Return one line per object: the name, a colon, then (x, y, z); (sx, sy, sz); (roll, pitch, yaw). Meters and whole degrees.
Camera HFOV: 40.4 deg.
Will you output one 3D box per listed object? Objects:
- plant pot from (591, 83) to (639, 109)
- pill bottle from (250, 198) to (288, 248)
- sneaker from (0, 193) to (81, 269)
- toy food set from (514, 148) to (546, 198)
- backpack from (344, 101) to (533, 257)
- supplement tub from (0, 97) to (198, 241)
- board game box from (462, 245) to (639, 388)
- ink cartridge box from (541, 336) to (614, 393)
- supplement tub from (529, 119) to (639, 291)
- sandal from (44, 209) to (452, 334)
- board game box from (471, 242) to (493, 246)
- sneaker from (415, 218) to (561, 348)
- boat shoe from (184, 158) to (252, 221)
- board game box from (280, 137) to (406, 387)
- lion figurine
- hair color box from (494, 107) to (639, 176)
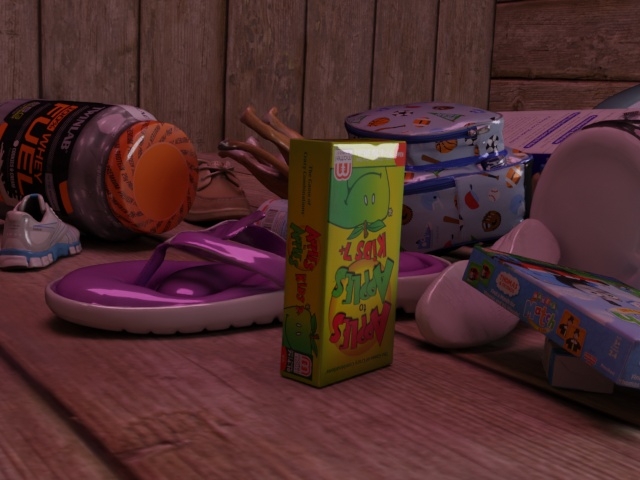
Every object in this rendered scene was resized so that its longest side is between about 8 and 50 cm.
plant pot: (0.645, -0.174, 1.744); (0.235, 0.293, 0.293); (-15, 15, -19)
pill bottle: (0.000, 0.000, 1.044); (0.160, 0.087, 0.087); (10, 12, 34)
sneaker: (-0.343, -0.018, 1.078); (0.071, 0.083, 0.191); (1, 8, -2)
toy food set: (0.316, -0.046, 1.234); (0.111, 0.105, 0.232); (11, 21, -6)
backpack: (0.122, -0.072, 1.158); (0.263, 0.213, 0.276); (-22, 18, -21)
supplement tub: (-0.341, -0.103, 1.251); (0.315, 0.194, 0.193); (8, 11, 33)
board game box: (0.233, 0.065, 0.686); (0.160, 0.039, 0.211); (12, 13, -24)
ink cartridge box: (0.206, 0.095, 0.700); (0.048, 0.028, 0.083); (6, 9, 7)
supplement tub: (0.410, -0.021, 0.920); (0.337, 0.207, 0.207); (-2, 10, -28)
sandal: (-0.060, 0.018, 0.865); (0.416, 0.102, 0.169); (-2, 10, -24)
board game box: (0.231, -0.041, 1.495); (0.213, 0.046, 0.317); (-5, 12, -34)
sneaker: (0.150, 0.055, 0.839); (0.212, 0.080, 0.094); (-28, -8, -43)
boat shoe: (-0.189, -0.090, 1.502); (0.109, 0.098, 0.302); (0, 10, -18)
board game box: (0.018, 0.013, 0.674); (0.043, 0.181, 0.092); (10, 12, 40)
lion figurine: (-0.038, -0.118, 1.517); (0.240, 0.142, 0.392); (42, 19, 1)
hair color box: (0.371, -0.132, 1.402); (0.185, 0.110, 0.338); (-32, 23, -33)
